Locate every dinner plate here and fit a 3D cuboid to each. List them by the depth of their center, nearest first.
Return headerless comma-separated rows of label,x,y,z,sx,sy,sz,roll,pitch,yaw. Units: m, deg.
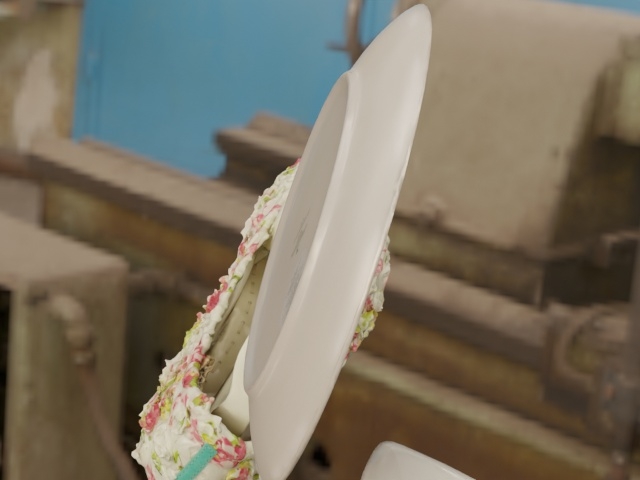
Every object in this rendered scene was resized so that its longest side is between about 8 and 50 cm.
dinner plate,0.000,0.000,0.486,0.017,0.141,0.141,16,14,-8

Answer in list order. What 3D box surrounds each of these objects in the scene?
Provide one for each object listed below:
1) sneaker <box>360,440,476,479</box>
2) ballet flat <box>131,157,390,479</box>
sneaker,0.111,0.189,0.493,0.296,0.147,0.104,28,-6,15
ballet flat,-0.011,0.035,0.871,0.091,0.077,0.241,32,52,-8
